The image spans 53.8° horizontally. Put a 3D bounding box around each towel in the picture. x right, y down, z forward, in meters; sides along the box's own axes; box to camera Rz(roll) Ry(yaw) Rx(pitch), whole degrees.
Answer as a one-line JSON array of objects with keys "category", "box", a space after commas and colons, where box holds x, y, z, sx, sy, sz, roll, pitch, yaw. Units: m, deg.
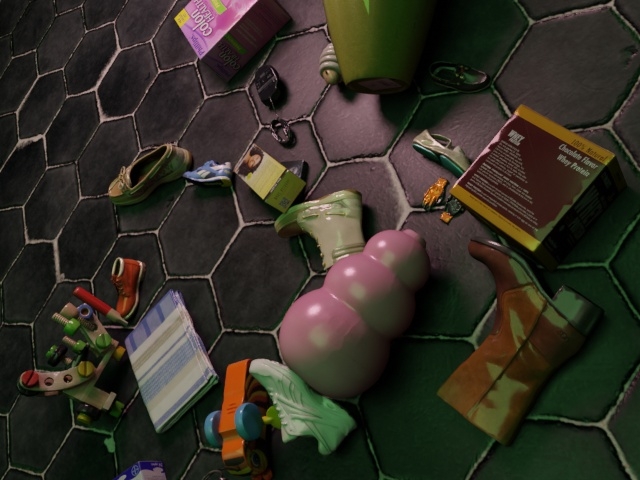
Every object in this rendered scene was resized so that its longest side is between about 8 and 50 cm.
[{"category": "towel", "box": [-0.354, 0.277, 1.472, 0.209, 0.034, 0.285, -45, 52, 13]}]

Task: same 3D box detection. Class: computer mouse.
[{"category": "computer mouse", "box": [-0.107, -0.332, 1.547, 0.071, 0.041, 0.242, -31, 64, 30]}]

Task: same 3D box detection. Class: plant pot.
[{"category": "plant pot", "box": [0.123, -0.469, 1.325, 0.274, 0.274, 0.294, 0, 87, 33]}]

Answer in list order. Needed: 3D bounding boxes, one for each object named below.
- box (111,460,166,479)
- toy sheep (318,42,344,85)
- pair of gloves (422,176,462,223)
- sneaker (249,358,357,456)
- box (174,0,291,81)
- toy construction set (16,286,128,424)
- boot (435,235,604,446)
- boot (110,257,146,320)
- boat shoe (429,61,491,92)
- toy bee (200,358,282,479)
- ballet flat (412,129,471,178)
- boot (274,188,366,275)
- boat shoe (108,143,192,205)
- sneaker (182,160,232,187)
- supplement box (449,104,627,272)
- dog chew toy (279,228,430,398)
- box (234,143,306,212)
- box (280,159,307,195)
[{"category": "box", "box": [-0.394, 0.568, 1.360, 0.126, 0.072, 0.137, -37, 56, 17]}, {"category": "toy sheep", "box": [0.041, -0.410, 1.448, 0.091, 0.091, 0.132, -2, 57, 33]}, {"category": "pair of gloves", "box": [0.241, -0.080, 1.231, 0.083, 0.010, 0.074, 39, 95, 36]}, {"category": "sneaker", "box": [-0.052, 0.312, 1.170, 0.232, 0.090, 0.115, 33, 75, 16]}, {"category": "box", "box": [-0.237, -0.591, 1.677, 0.243, 0.117, 0.214, -42, 55, 14]}, {"category": "toy construction set", "box": [-0.529, 0.281, 1.484, 0.309, 0.237, 0.257, -53, 5, 33]}, {"category": "boot", "box": [0.293, 0.160, 1.078, 0.264, 0.096, 0.280, 40, 103, 30]}, {"category": "boot", "box": [-0.502, 0.121, 1.598, 0.059, 0.084, 0.158, -3, 72, 31]}, {"category": "boat shoe", "box": [0.282, -0.334, 1.284, 0.133, 0.042, 0.049, 21, 82, 36]}, {"category": "toy bee", "box": [-0.157, 0.396, 1.242, 0.195, 0.162, 0.298, -4, 45, 40]}, {"category": "ballet flat", "box": [0.249, -0.172, 1.236, 0.052, 0.057, 0.168, -47, 53, -3]}, {"category": "boot", "box": [0.000, 0.000, 1.321, 0.213, 0.077, 0.165, -19, 65, 26]}, {"category": "boat shoe", "box": [-0.477, -0.183, 1.694, 0.285, 0.089, 0.105, -26, 60, 24]}, {"category": "sneaker", "box": [-0.279, -0.167, 1.583, 0.144, 0.053, 0.059, 3, 74, 25]}, {"category": "supplement box", "box": [0.369, -0.088, 1.075, 0.194, 0.129, 0.191, -52, 53, 6]}, {"category": "dog chew toy", "box": [0.077, 0.121, 1.152, 0.206, 0.206, 0.332, 36, 86, 37]}, {"category": "box", "box": [-0.118, -0.143, 1.417, 0.087, 0.058, 0.232, -54, 33, 3]}, {"category": "box", "box": [-0.067, -0.142, 1.453, 0.067, 0.018, 0.083, -1, 71, 34]}]
